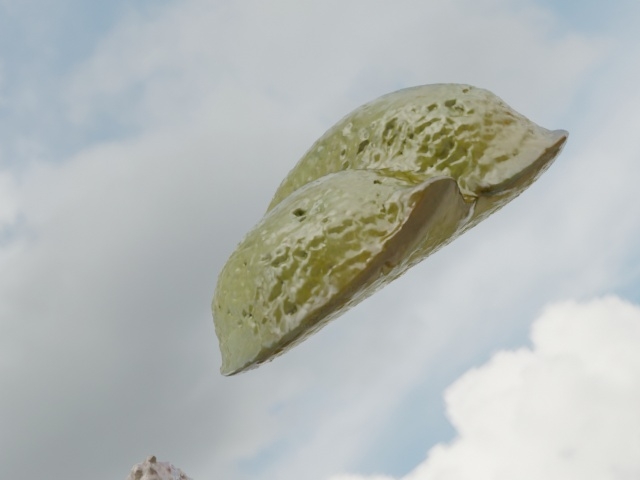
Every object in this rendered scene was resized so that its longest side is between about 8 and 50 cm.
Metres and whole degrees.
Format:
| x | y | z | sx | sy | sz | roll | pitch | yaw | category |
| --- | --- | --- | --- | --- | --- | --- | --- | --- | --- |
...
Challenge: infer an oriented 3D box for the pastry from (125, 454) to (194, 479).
| x | y | z | sx | sy | sz | roll | pitch | yaw | category |
| --- | --- | --- | --- | --- | --- | --- | --- | --- | --- |
| 0.002 | 0.213 | 0.791 | 0.112 | 0.265 | 0.103 | -57 | -11 | 11 | pastry |

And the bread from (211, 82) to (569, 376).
| x | y | z | sx | sy | sz | roll | pitch | yaw | category |
| --- | --- | --- | --- | --- | --- | --- | --- | --- | --- |
| 0.000 | 0.000 | 0.664 | 0.149 | 0.065 | 0.188 | -39 | 3 | -36 | bread |
